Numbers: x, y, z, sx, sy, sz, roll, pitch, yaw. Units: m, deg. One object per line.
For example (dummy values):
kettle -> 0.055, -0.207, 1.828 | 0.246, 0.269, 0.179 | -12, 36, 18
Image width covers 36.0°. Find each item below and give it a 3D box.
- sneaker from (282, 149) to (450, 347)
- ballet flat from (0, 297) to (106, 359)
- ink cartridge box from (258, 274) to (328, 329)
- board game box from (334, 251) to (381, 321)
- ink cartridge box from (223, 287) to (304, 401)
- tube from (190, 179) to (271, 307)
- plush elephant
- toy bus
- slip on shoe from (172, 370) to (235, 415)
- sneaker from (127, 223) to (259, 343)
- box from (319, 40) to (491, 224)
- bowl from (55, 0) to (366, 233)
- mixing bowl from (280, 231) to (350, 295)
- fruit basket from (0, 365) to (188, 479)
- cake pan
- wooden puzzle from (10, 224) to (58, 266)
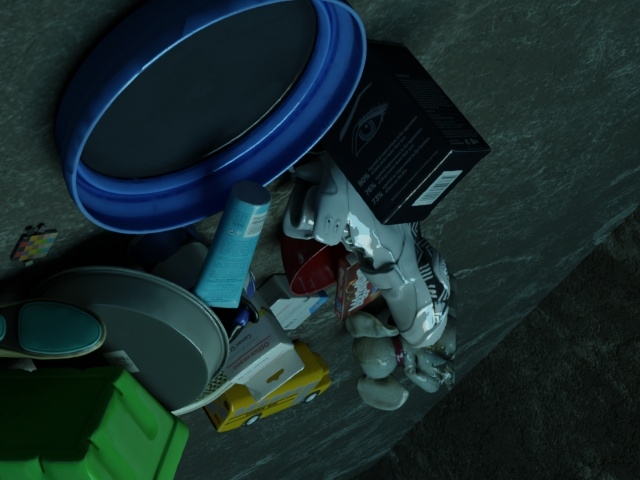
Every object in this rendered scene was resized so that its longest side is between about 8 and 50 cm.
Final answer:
sneaker -> 0.065, 0.008, 1.508 | 0.210, 0.365, 0.137 | -16, -169, -24
ballet flat -> -0.392, 0.116, 1.270 | 0.232, 0.080, 0.073 | 3, 163, -5
ink cartridge box -> -0.077, 0.117, 1.848 | 0.104, 0.060, 0.180 | -43, 158, 21
board game box -> 0.093, 0.054, 1.747 | 0.145, 0.027, 0.281 | -32, 162, -13
ink cartridge box -> -0.128, 0.165, 1.679 | 0.115, 0.198, 0.067 | -38, 159, 8
tube -> -0.119, 0.017, 1.305 | 0.080, 0.052, 0.207 | 5, 129, -24
plush elephant -> 0.189, 0.247, 2.315 | 0.330, 0.256, 0.271 | -68, 159, -69
toy bus -> -0.112, 0.311, 2.154 | 0.333, 0.108, 0.130 | -14, 149, -43
slip on shoe -> -0.218, 0.248, 1.853 | 0.331, 0.123, 0.101 | -26, 162, -35
sneaker -> -0.168, 0.092, 1.486 | 0.127, 0.182, 0.315 | -35, 159, 3
box -> 0.100, -0.147, 1.340 | 0.108, 0.207, 0.153 | -8, 147, -51
bowl -> -0.127, -0.161, 1.150 | 0.391, 0.077, 0.391 | -30, 159, -13
mixing bowl -> 0.000, 0.000, 1.658 | 0.181, 0.098, 0.181 | -31, 159, -13
fruit basket -> -0.379, 0.376, 1.384 | 0.392, 0.392, 0.283 | -52, -166, 38
cake pan -> -0.276, 0.152, 1.378 | 0.293, 0.054, 0.293 | 4, 136, 4
wooden puzzle -> -0.364, 0.006, 1.250 | 0.049, 0.006, 0.083 | -11, 149, -47
